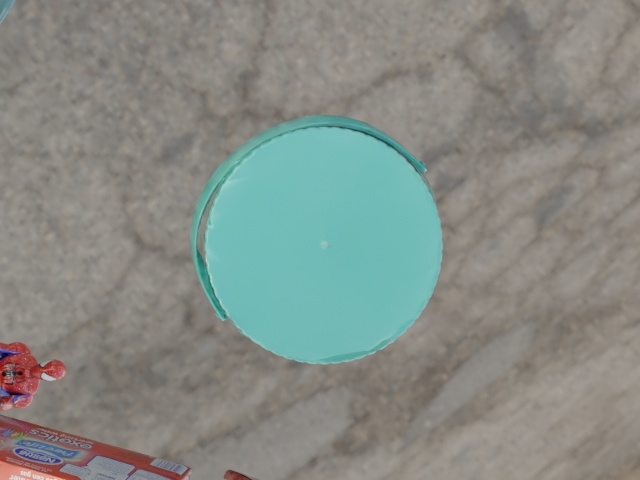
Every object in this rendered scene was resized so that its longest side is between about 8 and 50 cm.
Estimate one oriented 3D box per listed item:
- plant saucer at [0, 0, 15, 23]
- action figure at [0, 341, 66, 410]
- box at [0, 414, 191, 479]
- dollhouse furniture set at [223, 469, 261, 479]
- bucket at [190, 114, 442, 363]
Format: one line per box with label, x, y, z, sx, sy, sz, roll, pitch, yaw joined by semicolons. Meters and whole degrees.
plant saucer;-0.439;-0.287;1.570;0.318;0.044;0.317;-40;157;-20
action figure;-0.447;0.166;1.677;0.281;0.091;0.139;-7;169;3
box;-0.283;0.283;1.512;0.128;0.257;0.122;-37;140;-76
dollhouse furniture set;0.032;0.279;0.872;0.374;0.152;0.201;-3;-114;68
bucket;0.000;0.000;1.490;0.281;0.281;0.183;-38;-177;0
